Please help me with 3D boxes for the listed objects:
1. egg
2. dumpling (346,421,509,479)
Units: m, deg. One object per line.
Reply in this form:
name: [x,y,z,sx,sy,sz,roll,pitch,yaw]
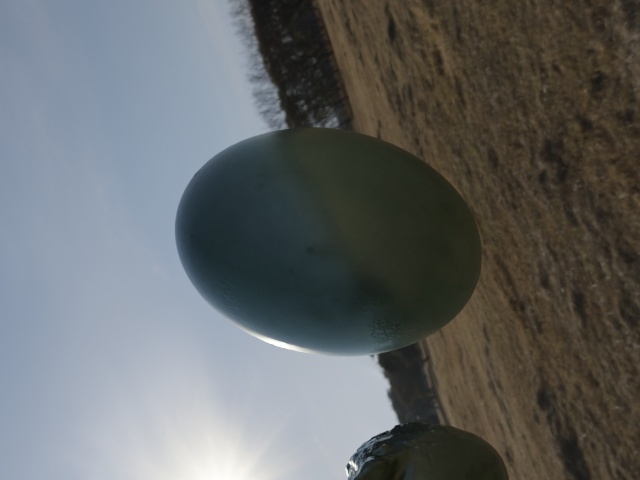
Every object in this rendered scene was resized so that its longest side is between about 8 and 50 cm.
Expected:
egg: [0.000,0.000,0.708,0.276,0.389,0.275,12,-90,-69]
dumpling: [0.064,0.199,0.405,0.219,0.152,0.108,24,-178,-44]
